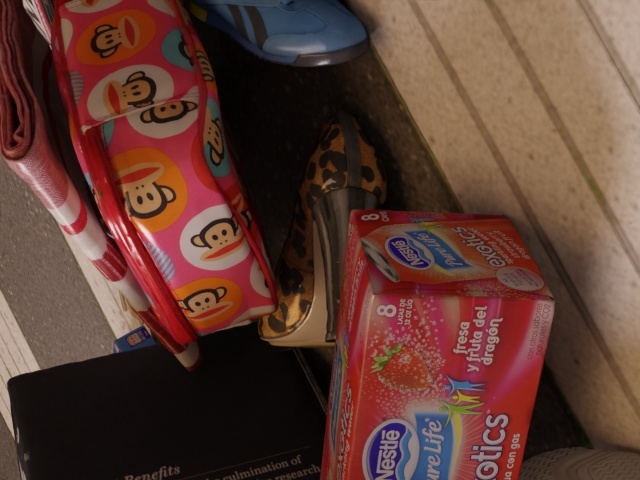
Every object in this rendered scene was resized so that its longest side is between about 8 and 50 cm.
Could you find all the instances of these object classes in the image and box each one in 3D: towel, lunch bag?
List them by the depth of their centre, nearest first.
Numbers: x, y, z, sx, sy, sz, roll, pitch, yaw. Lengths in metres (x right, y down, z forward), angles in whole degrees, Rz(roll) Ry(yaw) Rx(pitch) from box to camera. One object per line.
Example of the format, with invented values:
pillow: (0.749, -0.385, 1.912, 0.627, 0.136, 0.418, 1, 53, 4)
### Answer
lunch bag: (-0.120, -0.067, 0.918, 0.258, 0.120, 0.293, 68, -179, -48)
towel: (-0.196, -0.052, 0.964, 0.329, 0.037, 0.237, 61, -175, -50)

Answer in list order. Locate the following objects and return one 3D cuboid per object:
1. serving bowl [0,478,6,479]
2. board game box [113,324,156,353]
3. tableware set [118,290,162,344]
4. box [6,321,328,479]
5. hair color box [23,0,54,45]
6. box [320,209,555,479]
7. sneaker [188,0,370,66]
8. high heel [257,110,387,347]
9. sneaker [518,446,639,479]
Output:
serving bowl: (-0.290, 0.261, 1.015, 0.083, 0.027, 0.083, 170, 90, -72)
board game box: (-0.209, 0.225, 1.394, 0.160, 0.047, 0.210, 52, 153, 20)
tableware set: (-0.215, 0.068, 1.339, 0.169, 0.020, 0.141, 37, 139, 37)
box: (-0.098, 0.422, 1.045, 0.471, 0.298, 0.479, -118, 25, -44)
hair color box: (-0.290, -0.324, 1.059, 0.347, 0.105, 0.174, 47, 160, 27)
box: (0.072, 0.118, 0.774, 0.128, 0.123, 0.256, -100, 14, -62)
sneaker: (-0.043, -0.198, 0.850, 0.209, 0.069, 0.082, 34, 138, 41)
high heel: (0.000, 0.000, 0.953, 0.261, 0.093, 0.186, 153, 118, -74)
sneaker: (0.235, 0.245, 0.714, 0.269, 0.101, 0.153, 19, 124, 47)
